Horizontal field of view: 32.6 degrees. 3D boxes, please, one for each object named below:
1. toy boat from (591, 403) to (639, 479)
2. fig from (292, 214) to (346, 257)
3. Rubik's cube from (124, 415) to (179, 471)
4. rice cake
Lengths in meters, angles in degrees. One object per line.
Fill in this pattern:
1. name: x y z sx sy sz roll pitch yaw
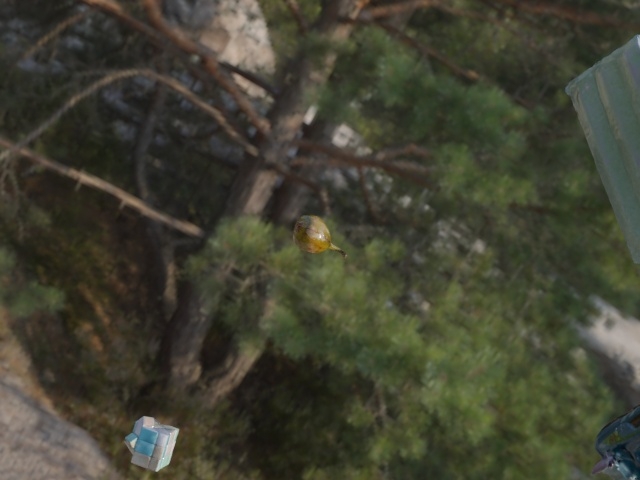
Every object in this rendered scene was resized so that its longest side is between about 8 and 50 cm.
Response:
1. toy boat: 0.549 0.298 1.656 0.134 0.299 0.092 46 39 -1
2. fig: 0.000 0.000 1.459 0.083 0.050 0.050 31 19 -26
3. Rubik's cube: -0.266 0.312 1.691 0.073 0.075 0.084 17 -13 7
4. rice cake: 0.363 -0.101 1.230 0.043 0.127 0.237 -14 79 -40
